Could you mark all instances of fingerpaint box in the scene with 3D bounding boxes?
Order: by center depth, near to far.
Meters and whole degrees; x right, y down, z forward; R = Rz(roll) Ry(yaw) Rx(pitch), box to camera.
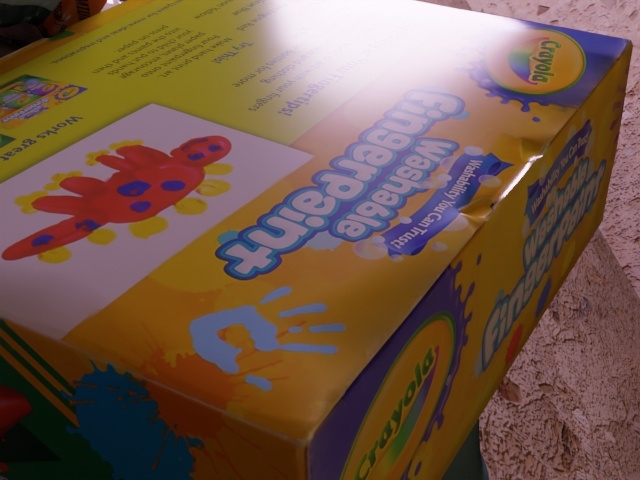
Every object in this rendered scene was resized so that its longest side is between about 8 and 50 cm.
[{"bbox_3d":[-0.050,-0.017,0.613,0.445,0.371,0.163,-45,143,-46],"label":"fingerpaint box"}]

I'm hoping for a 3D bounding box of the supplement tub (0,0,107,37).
[{"bbox_3d":[-0.303,-0.298,0.707,0.338,0.207,0.207,27,38,-24],"label":"supplement tub"}]

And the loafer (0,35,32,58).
[{"bbox_3d":[-0.296,-0.137,0.739,0.303,0.109,0.095,3,56,-55],"label":"loafer"}]

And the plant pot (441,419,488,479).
[{"bbox_3d":[0.015,0.154,0.808,0.271,0.272,0.255,-82,148,-52],"label":"plant pot"}]

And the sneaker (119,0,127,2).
[{"bbox_3d":[-0.253,-0.341,1.024,0.153,0.099,0.282,31,40,-45],"label":"sneaker"}]

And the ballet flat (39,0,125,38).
[{"bbox_3d":[-0.140,-0.115,0.924,0.400,0.139,0.139,58,27,-6],"label":"ballet flat"}]
